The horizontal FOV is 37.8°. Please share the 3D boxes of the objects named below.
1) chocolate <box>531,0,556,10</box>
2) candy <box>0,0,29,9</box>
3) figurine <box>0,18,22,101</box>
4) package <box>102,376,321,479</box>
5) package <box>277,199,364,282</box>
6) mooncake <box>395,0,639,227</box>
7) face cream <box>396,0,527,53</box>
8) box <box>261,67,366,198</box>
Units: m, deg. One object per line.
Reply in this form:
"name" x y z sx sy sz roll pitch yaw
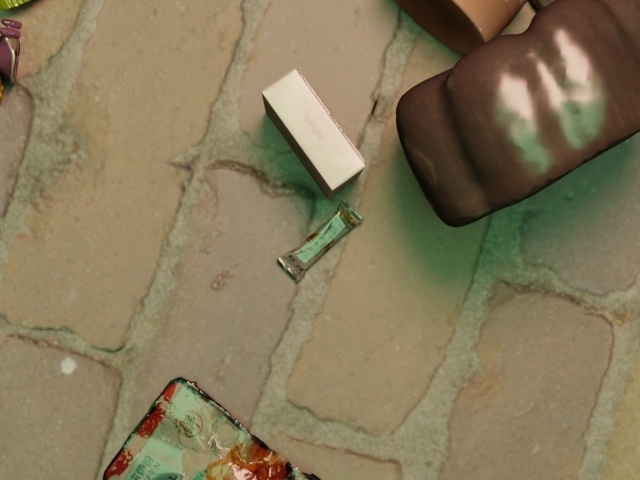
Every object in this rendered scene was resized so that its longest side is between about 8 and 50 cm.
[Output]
"chocolate" 0.317 -0.321 1.083 0.161 0.083 0.261 -40 89 -3
"candy" -0.284 -0.365 1.082 0.246 0.069 0.149 -20 87 -2
"figurine" -0.428 -0.208 1.068 0.156 0.095 0.114 9 110 -18
"package" -0.123 0.285 1.083 0.232 0.040 0.166 37 89 1
"package" 0.000 0.000 1.103 0.110 0.015 0.037 -42 95 0
"mooncake" 0.222 -0.144 0.982 0.306 0.306 0.154 -29 90 -2
"face cream" 0.159 -0.294 1.046 0.149 0.149 0.104 40 87 0
"box" -0.008 -0.117 1.048 0.051 0.129 0.130 -36 89 -2
